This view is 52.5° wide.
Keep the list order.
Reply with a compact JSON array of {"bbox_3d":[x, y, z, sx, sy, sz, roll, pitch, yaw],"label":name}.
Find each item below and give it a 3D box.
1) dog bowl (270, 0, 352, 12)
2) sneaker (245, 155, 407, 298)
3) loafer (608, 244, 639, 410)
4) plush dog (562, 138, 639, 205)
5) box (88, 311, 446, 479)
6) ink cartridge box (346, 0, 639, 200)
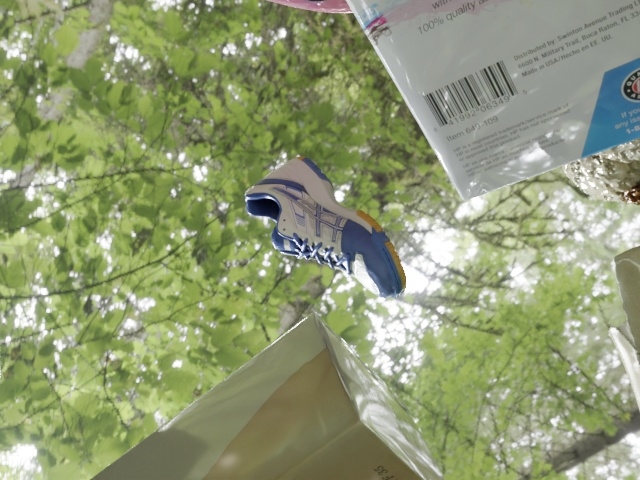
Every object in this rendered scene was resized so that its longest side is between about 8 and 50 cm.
[{"bbox_3d":[-0.049,-0.412,0.745,0.408,0.150,0.407,14,-140,-12],"label":"dog bowl"},{"bbox_3d":[0.000,0.000,0.967,0.131,0.111,0.296,-30,-127,-21],"label":"sneaker"},{"bbox_3d":[0.394,0.127,0.767,0.102,0.092,0.268,-1,-88,-50],"label":"loafer"},{"bbox_3d":[0.400,-0.151,0.892,0.211,0.225,0.262,-22,-136,-8],"label":"plush dog"},{"bbox_3d":[-0.074,0.213,0.475,0.148,0.311,0.121,47,-172,-31],"label":"box"},{"bbox_3d":[0.139,-0.214,0.478,0.270,0.198,0.197,54,-148,-27],"label":"ink cartridge box"}]
